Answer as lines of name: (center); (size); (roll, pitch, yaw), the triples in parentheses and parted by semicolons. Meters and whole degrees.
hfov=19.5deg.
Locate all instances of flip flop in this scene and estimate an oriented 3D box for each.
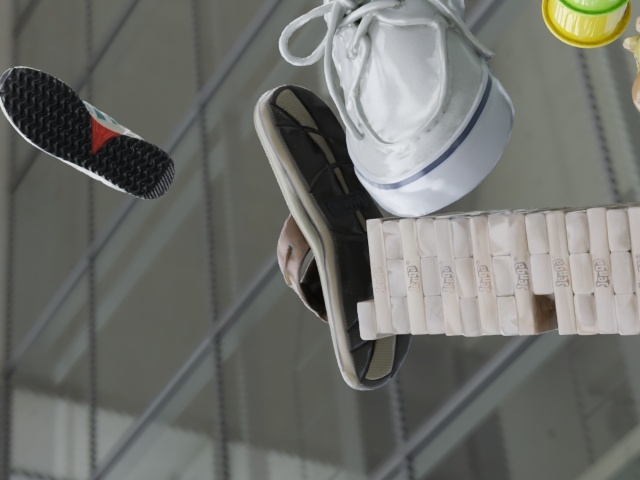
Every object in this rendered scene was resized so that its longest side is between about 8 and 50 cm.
flip flop: (0.000, 0.000, 1.630); (0.112, 0.080, 0.277); (-14, -101, -53)

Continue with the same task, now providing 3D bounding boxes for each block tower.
block tower: (0.177, 0.020, 1.349); (0.091, 0.335, 0.097); (-7, -89, -48)

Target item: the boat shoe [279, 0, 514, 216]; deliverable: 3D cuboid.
boat shoe: (0.048, -0.165, 1.427); (0.156, 0.136, 0.367); (49, -159, -27)

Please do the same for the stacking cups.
stacking cups: (0.281, -0.305, 1.824); (0.096, 0.316, 0.096); (0, -114, 0)

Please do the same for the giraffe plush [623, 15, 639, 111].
giraffe plush: (0.357, -0.144, 1.685); (0.170, 0.181, 0.210); (29, -135, -6)

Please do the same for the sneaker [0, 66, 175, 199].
sneaker: (-0.197, -0.084, 1.523); (0.161, 0.075, 0.057); (31, -98, -16)
